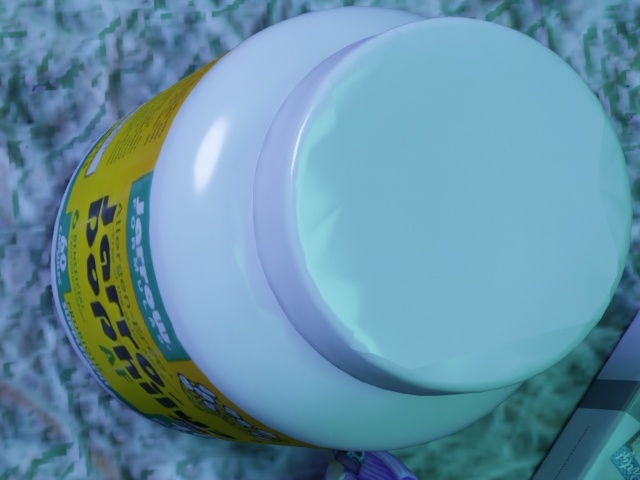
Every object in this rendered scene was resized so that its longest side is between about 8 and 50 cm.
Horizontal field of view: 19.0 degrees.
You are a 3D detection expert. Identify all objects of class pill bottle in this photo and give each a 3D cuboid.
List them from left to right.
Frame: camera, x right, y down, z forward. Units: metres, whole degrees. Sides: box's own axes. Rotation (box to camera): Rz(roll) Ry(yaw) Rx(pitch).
[{"bbox_3d":[0.000,0.000,0.533,0.117,0.208,0.118,2,85,-19],"label":"pill bottle"}]

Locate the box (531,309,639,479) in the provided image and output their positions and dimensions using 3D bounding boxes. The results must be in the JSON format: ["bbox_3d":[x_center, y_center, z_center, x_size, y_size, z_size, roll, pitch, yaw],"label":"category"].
[{"bbox_3d":[0.130,0.129,0.659,0.145,0.038,0.186,38,74,-13],"label":"box"}]

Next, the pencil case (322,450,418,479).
[{"bbox_3d":[-0.015,0.160,0.572,0.206,0.086,0.088,-57,146,-10],"label":"pencil case"}]
